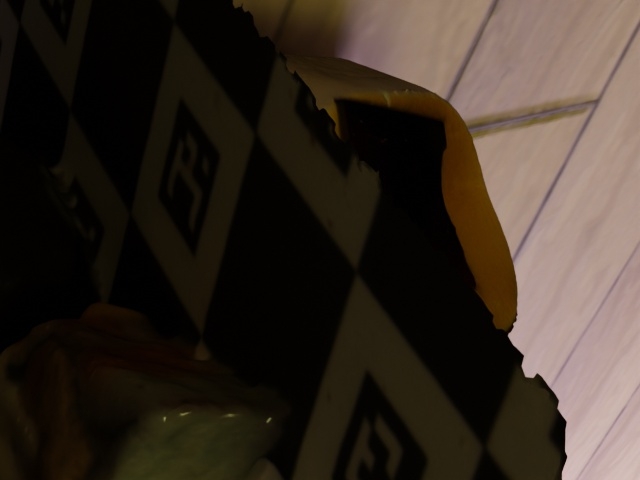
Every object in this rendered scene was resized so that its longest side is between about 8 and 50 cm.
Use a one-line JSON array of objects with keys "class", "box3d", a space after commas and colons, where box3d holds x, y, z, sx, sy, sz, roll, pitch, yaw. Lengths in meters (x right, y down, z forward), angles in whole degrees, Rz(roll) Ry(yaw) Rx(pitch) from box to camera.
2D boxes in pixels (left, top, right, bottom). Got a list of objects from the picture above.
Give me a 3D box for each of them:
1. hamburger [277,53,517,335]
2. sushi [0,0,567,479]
[{"class": "hamburger", "box3d": [0.000, 0.000, 0.740, 0.116, 0.173, 0.210, -20, 175, 30]}, {"class": "sushi", "box3d": [-0.092, 0.078, 0.506, 0.064, 0.359, 0.343, 0, 123, -27]}]
